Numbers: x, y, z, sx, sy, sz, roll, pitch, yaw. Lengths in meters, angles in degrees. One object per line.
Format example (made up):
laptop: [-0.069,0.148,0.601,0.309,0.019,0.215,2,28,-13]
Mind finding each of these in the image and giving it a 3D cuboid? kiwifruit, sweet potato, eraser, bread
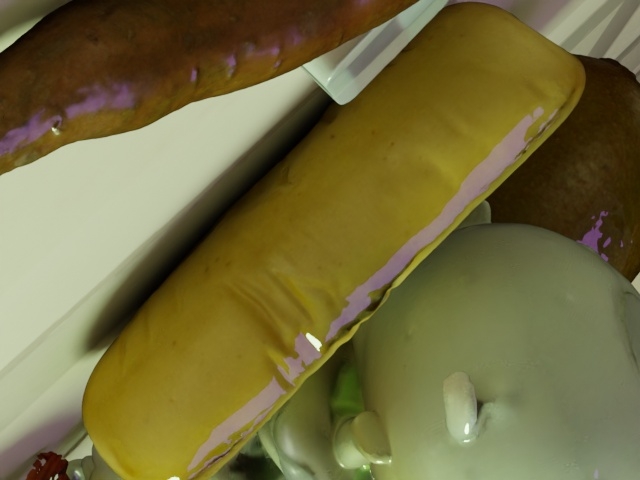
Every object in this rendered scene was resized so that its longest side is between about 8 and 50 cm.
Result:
kiwifruit: [0.142,-0.027,0.922,0.234,0.196,0.196,-52,172,0]
sweet potato: [-0.002,-0.083,0.398,0.264,0.057,0.057,-39,170,-31]
eraser: [0.034,-0.106,0.556,0.105,0.026,0.065,-46,169,2]
bread: [0.000,0.000,0.673,0.305,0.091,0.142,-46,-171,2]

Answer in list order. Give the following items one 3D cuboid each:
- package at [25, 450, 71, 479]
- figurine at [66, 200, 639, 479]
package: [-0.164,0.290,0.725,0.108,0.288,0.223,-11,-168,29]
figurine: [0.011,0.091,0.807,0.394,0.275,0.226,-19,161,28]
